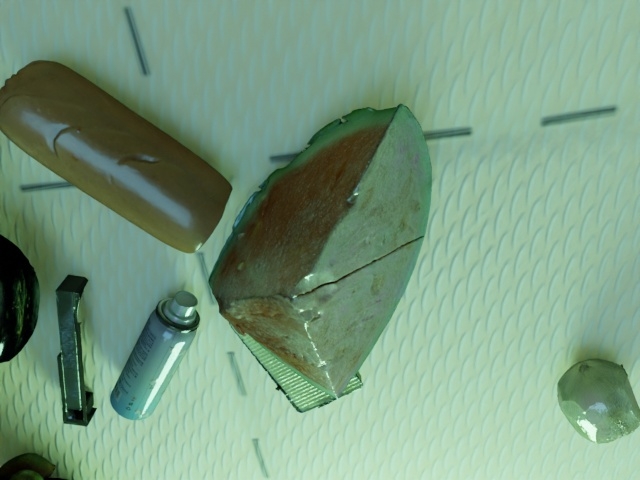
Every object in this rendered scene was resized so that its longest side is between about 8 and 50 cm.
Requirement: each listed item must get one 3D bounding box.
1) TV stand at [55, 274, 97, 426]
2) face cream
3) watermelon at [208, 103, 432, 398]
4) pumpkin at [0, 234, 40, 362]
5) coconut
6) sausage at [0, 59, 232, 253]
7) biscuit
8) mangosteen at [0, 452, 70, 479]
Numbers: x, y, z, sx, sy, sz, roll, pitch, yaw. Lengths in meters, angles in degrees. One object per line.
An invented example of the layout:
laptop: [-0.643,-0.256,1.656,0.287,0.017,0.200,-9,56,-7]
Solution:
TV stand: [-0.380,0.176,1.055,0.040,0.049,0.256,8,117,1]
face cream: [-0.245,0.171,1.022,0.075,0.075,0.229,28,118,-8]
watermelon: [-0.017,-0.001,0.853,0.222,0.292,0.319,23,164,26]
pumpkin: [-0.528,0.042,0.883,0.296,0.296,0.295,3,117,5]
coconut: [0.392,0.218,0.957,0.110,0.110,0.124,-24,119,17]
sausage: [-0.258,-0.107,0.856,0.304,0.121,0.121,35,115,-11]
biscuit: [-0.035,0.164,1.015,0.121,0.040,0.199,-28,111,15]
mangosteen: [-0.506,0.521,1.114,0.300,0.300,0.300,3,117,5]
